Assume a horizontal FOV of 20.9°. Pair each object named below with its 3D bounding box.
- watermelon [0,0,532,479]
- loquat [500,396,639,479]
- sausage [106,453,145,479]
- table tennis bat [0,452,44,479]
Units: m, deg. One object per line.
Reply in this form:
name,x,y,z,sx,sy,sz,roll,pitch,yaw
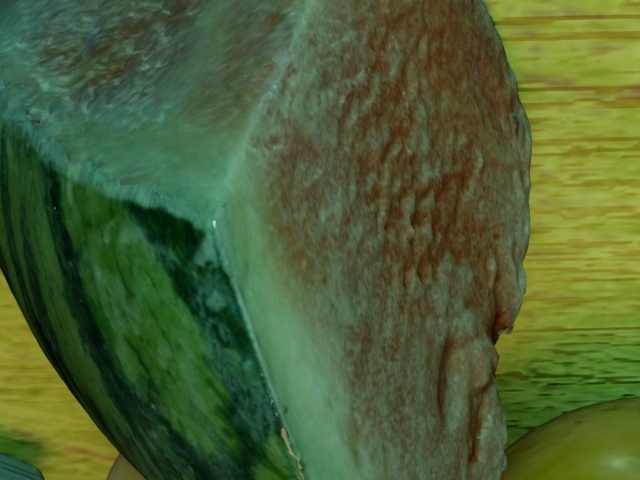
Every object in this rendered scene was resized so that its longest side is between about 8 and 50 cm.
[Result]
watermelon,0.000,0.000,0.592,0.201,0.262,0.213,-36,130,-5
loquat,0.143,0.171,0.768,0.213,0.213,0.213,-1,138,-1
sausage,0.009,0.196,0.867,0.093,0.093,0.312,-20,135,19
table tennis bat,-0.230,0.076,0.768,0.237,0.038,0.149,26,129,-22
